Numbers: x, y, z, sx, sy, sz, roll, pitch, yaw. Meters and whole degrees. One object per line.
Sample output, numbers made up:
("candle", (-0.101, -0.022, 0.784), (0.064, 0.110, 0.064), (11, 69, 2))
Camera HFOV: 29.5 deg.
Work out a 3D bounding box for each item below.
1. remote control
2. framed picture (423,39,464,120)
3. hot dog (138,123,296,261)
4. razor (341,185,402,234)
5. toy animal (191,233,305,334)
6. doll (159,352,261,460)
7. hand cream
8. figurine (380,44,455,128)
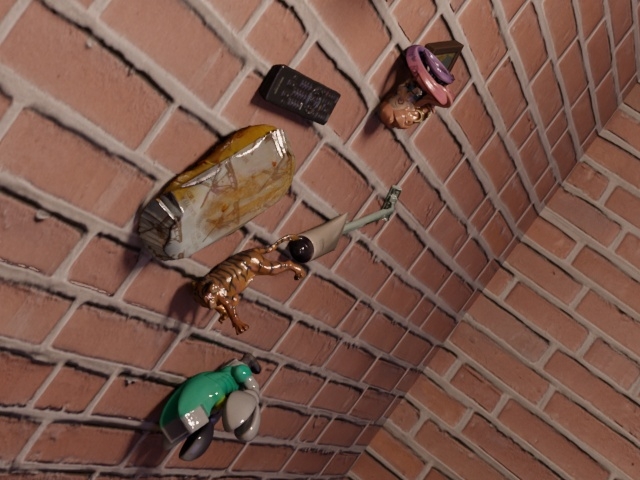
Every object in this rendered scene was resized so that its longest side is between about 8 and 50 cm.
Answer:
("remote control", (-0.028, -0.224, 1.874), (0.063, 0.025, 0.245), (-57, 160, 8))
("framed picture", (0.197, -0.294, 2.272), (0.128, 0.023, 0.168), (-20, 142, -57))
("hot dog", (-0.149, -0.070, 1.784), (0.270, 0.082, 0.162), (-34, 146, -26))
("razor", (0.095, -0.044, 2.448), (0.211, 0.036, 0.084), (-30, 148, -50))
("toy animal", (-0.127, 0.054, 2.052), (0.255, 0.114, 0.116), (-43, 116, -39))
("doll", (-0.179, 0.302, 2.226), (0.258, 0.153, 0.195), (-37, -177, -30))
("hand cream", (0.000, 0.000, 2.285), (0.186, 0.054, 0.087), (-24, 138, -60))
("figurine", (0.176, -0.258, 2.156), (0.114, 0.126, 0.157), (5, 124, -32))
